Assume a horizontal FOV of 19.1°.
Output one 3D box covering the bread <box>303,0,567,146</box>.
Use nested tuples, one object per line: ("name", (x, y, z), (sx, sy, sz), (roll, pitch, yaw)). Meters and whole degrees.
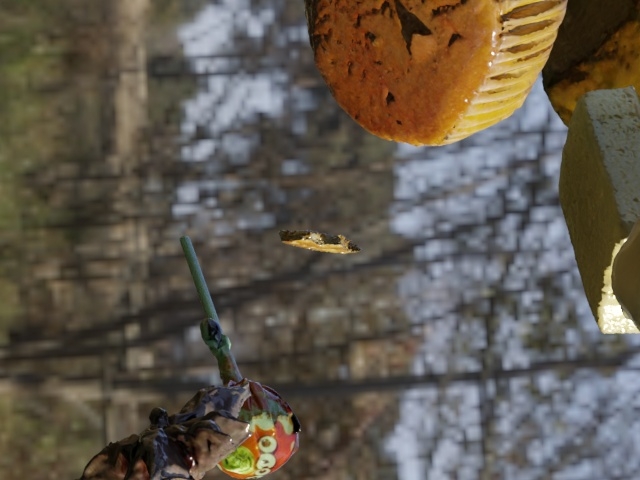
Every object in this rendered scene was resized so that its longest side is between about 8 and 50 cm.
("bread", (0.073, -0.164, 1.337), (0.199, 0.104, 0.199), (24, -53, 36))

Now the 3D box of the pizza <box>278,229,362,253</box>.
("pizza", (0.000, 0.000, 1.787), (0.037, 0.083, 0.016), (158, -60, -70))

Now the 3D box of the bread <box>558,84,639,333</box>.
("bread", (0.257, -0.029, 1.631), (0.125, 0.068, 0.188), (97, -11, -45))

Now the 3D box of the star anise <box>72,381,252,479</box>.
("star anise", (-0.091, 0.131, 1.264), (0.124, 0.129, 0.056), (-13, -75, 54))

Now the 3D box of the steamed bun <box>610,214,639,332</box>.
("steamed bun", (0.379, 0.007, 1.375), (0.206, 0.320, 0.275), (-87, -162, -67))

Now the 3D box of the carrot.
("carrot", (0.387, -0.241, 1.863), (0.340, 0.241, 0.241), (-45, -144, 26))

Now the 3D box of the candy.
("candy", (-0.089, 0.098, 1.760), (0.078, 0.084, 0.288), (89, -14, -47))
